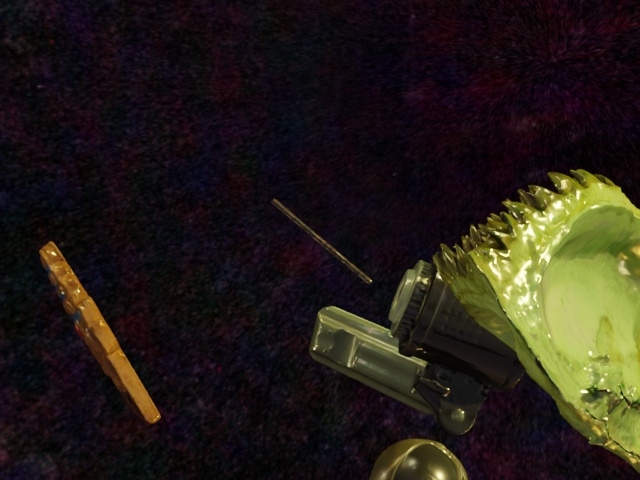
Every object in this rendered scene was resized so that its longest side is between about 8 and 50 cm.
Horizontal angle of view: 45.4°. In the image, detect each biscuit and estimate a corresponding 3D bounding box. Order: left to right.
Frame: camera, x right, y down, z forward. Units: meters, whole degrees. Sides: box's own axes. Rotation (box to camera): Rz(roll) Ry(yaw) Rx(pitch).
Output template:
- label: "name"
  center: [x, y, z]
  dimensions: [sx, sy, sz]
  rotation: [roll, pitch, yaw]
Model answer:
- label: "biscuit"
  center: [-0.297, 0.124, 1.014]
  dimensions: [0.043, 0.183, 0.280]
  rotation: [-29, 86, -17]

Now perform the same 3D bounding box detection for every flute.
- label: "flute"
  center: [0.000, 0.000, 1.484]
  dimensions: [0.269, 0.014, 0.014]
  rotation: [40, 112, 22]

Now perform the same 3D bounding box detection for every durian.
- label: "durian"
  center: [0.246, 0.081, 0.603]
  dimensions: [0.163, 0.198, 0.394]
  rotation: [-43, 113, 11]

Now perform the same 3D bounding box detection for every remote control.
- label: "remote control"
  center: [0.116, 0.246, 1.597]
  dimensions: [0.335, 0.066, 0.128]
  rotation: [20, 104, 36]

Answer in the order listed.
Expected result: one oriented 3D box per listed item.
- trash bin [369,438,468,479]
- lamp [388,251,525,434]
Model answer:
- label: "trash bin"
  center: [0.226, 0.564, 1.637]
  dimensions: [0.214, 0.214, 0.333]
  rotation: [-12, 128, 19]
- label: "lamp"
  center: [0.268, 0.136, 1.389]
  dimensions: [0.272, 0.205, 0.374]
  rotation: [41, 80, 4]
